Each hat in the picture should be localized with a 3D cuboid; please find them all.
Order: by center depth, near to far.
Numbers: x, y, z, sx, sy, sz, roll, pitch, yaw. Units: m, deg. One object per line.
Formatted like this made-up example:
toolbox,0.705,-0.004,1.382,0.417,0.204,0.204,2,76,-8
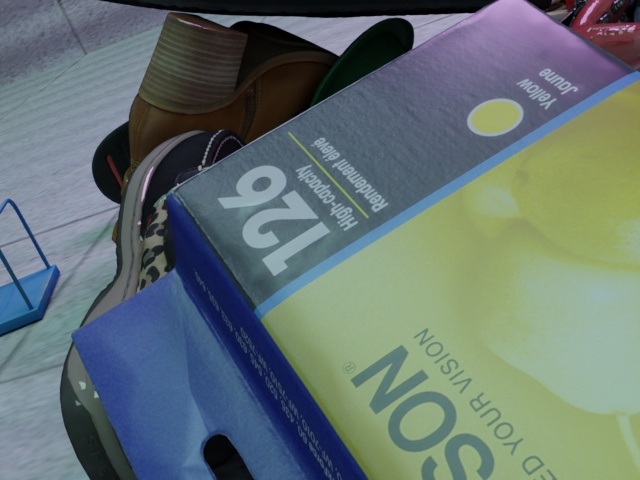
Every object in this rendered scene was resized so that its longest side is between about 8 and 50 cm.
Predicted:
hat,0.100,-0.102,0.956,0.173,0.183,0.208,-58,-17,15

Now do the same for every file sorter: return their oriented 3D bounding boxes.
file sorter,-0.374,0.044,0.989,0.170,0.104,0.118,-22,21,3

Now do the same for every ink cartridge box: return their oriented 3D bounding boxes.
ink cartridge box,0.054,0.038,0.433,0.307,0.072,0.303,-31,47,-10

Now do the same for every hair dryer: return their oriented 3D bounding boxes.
hair dryer,0.236,-0.198,0.908,0.223,0.080,0.293,-44,22,11

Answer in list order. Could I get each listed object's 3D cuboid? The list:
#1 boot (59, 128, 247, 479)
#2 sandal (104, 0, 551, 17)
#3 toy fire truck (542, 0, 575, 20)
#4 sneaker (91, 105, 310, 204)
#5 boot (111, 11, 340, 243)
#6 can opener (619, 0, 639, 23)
boot,0.000,0.000,0.668,0.284,0.138,0.377,-19,25,14
sandal,-0.006,-0.267,0.921,0.446,0.107,0.167,0,11,1
toy fire truck,0.271,-0.284,1.193,0.192,0.047,0.135,-6,26,35
sneaker,-0.109,-0.113,1.133,0.314,0.115,0.136,-19,3,10
boot,-0.079,-0.096,0.949,0.109,0.220,0.283,26,19,23
can opener,0.317,-0.199,0.929,0.073,0.059,0.186,-11,24,26
